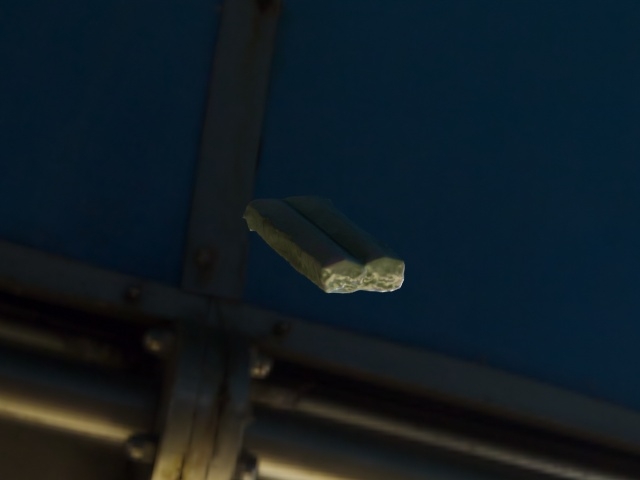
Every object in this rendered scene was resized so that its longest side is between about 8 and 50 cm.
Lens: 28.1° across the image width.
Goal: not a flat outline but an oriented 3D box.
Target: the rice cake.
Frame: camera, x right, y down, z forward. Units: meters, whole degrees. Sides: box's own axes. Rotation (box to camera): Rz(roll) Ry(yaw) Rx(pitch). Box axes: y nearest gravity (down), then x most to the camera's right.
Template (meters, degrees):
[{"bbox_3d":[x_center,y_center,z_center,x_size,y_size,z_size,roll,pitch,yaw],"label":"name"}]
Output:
[{"bbox_3d":[0.000,0.000,1.236,0.085,0.226,0.040,-6,-70,-21],"label":"rice cake"}]
